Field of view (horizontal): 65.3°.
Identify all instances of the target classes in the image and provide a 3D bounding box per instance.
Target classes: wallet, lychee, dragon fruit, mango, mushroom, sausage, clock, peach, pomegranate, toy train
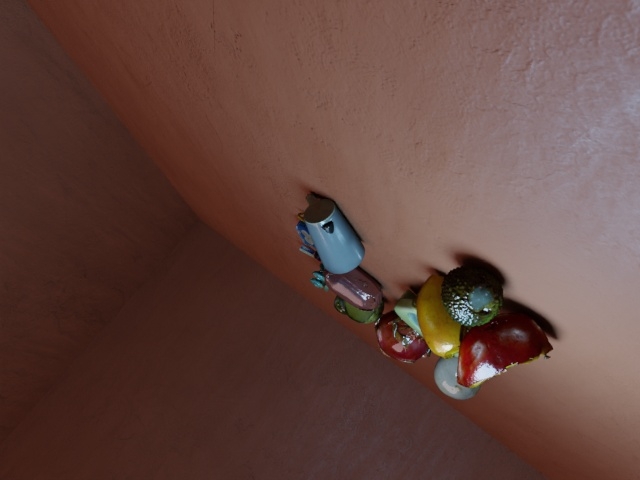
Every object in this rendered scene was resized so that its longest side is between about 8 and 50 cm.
[{"bbox_3d":[0.000,-0.001,2.049,0.202,0.059,0.141,28,156,34],"label":"wallet"},{"bbox_3d":[0.389,0.140,1.298,0.171,0.171,0.171,36,166,10],"label":"lychee"},{"bbox_3d":[0.351,0.392,2.070,0.250,0.250,0.315,45,147,-24],"label":"dragon fruit"},{"bbox_3d":[0.364,0.219,1.481,0.153,0.252,0.126,-15,156,17],"label":"mango"},{"bbox_3d":[0.587,0.561,2.109,0.204,0.204,0.204,36,166,10],"label":"mushroom"},{"bbox_3d":[0.137,0.188,2.104,0.279,0.152,0.152,36,166,8],"label":"sausage"},{"bbox_3d":[0.423,0.277,1.716,0.286,0.117,0.348,39,166,-1],"label":"clock"},{"bbox_3d":[0.465,0.286,1.343,0.158,0.267,0.154,26,-142,-59],"label":"peach"},{"bbox_3d":[0.146,0.342,2.644,0.138,0.126,0.163,0,142,50],"label":"pomegranate"},{"bbox_3d":[0.062,0.177,2.325,0.194,0.120,0.298,31,164,4],"label":"toy train"}]

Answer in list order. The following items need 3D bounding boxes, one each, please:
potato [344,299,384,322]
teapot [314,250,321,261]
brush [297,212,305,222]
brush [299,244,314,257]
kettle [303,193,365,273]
[{"bbox_3d":[0.218,0.308,2.337,0.111,0.160,0.271,18,177,-28],"label":"potato"},{"bbox_3d":[0.007,0.060,2.217,0.045,0.067,0.100,44,-159,-28],"label":"teapot"},{"bbox_3d":[0.006,-0.030,1.913,0.272,0.103,0.013,41,132,29],"label":"brush"},{"bbox_3d":[-0.022,0.074,2.429,0.178,0.030,0.033,29,158,-1],"label":"brush"},{"bbox_3d":[0.032,-0.038,1.723,0.243,0.159,0.211,60,-176,-40],"label":"kettle"}]
